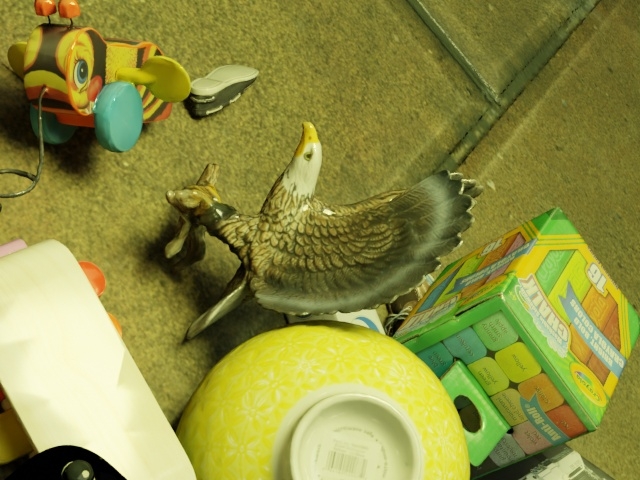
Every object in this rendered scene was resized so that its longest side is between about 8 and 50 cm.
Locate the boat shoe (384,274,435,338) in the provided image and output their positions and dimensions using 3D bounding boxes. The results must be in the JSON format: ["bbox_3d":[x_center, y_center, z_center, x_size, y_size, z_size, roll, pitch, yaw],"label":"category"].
[{"bbox_3d":[0.115,0.103,1.441,0.066,0.066,0.183,-10,70,-47],"label":"boat shoe"}]

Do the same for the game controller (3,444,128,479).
[{"bbox_3d":[-0.234,0.288,0.855,0.166,0.067,0.319,35,52,17],"label":"game controller"}]

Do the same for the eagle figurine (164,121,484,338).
[{"bbox_3d":[0.001,-0.008,1.203,0.298,0.225,0.226,13,55,5],"label":"eagle figurine"}]

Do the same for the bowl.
[{"bbox_3d":[0.014,0.201,1.089,0.289,0.156,0.289,3,75,-11],"label":"bowl"}]

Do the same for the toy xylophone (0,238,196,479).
[{"bbox_3d":[-0.245,0.144,1.030,0.236,0.081,0.322,-15,74,-36],"label":"toy xylophone"}]

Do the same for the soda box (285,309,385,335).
[{"bbox_3d":[0.015,0.091,1.342,0.069,0.074,0.216,-1,63,-47],"label":"soda box"}]

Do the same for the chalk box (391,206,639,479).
[{"bbox_3d":[0.202,0.124,1.315,0.180,0.179,0.289,53,36,-7],"label":"chalk box"}]

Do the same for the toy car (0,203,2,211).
[{"bbox_3d":[-0.343,-0.013,1.084,0.122,0.040,0.060,-8,89,-50],"label":"toy car"}]

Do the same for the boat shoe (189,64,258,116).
[{"bbox_3d":[-0.115,-0.179,1.444,0.046,0.038,0.125,15,27,20],"label":"boat shoe"}]

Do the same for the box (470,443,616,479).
[{"bbox_3d":[0.299,0.354,1.315,0.307,0.076,0.242,36,29,32],"label":"box"}]

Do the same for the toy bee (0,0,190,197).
[{"bbox_3d":[-0.225,-0.163,1.189,0.195,0.162,0.298,2,21,-1],"label":"toy bee"}]
